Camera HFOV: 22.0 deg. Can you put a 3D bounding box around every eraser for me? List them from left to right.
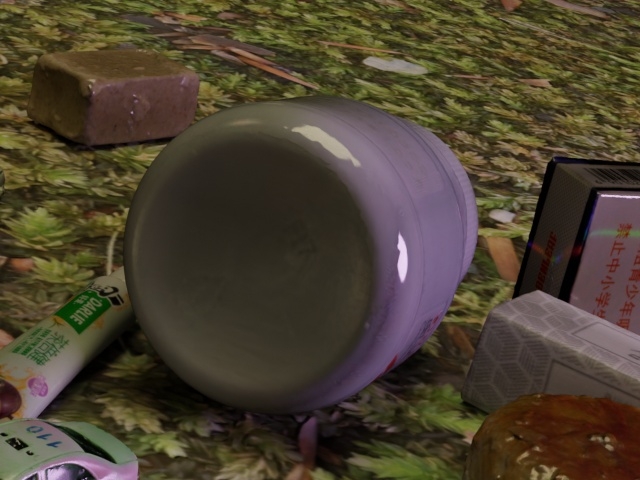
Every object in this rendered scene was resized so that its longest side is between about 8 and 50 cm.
[{"bbox_3d":[0.311,0.164,1.343,0.404,0.096,0.098,25,23,30],"label":"eraser"}]

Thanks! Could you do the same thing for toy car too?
[{"bbox_3d":[-0.214,0.168,1.063,0.090,0.076,0.224,28,26,32],"label":"toy car"}]

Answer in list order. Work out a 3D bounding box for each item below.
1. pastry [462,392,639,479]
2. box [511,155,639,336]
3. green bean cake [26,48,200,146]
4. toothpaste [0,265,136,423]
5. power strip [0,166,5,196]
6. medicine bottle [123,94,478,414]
[{"bbox_3d":[0.205,0.185,1.232,0.192,0.093,0.182,6,24,-18],"label":"pastry"},{"bbox_3d":[0.336,0.031,1.554,0.310,0.198,0.084,1,23,-28],"label":"box"},{"bbox_3d":[-0.237,-0.167,1.898,0.109,0.085,0.179,26,23,35],"label":"green bean cake"},{"bbox_3d":[-0.215,0.091,1.304,0.058,0.056,0.314,-23,10,26],"label":"toothpaste"},{"bbox_3d":[-0.401,-0.063,1.607,0.192,0.035,0.081,12,20,-3],"label":"power strip"},{"bbox_3d":[0.000,0.000,1.377,0.245,0.245,0.306,19,14,17],"label":"medicine bottle"}]
